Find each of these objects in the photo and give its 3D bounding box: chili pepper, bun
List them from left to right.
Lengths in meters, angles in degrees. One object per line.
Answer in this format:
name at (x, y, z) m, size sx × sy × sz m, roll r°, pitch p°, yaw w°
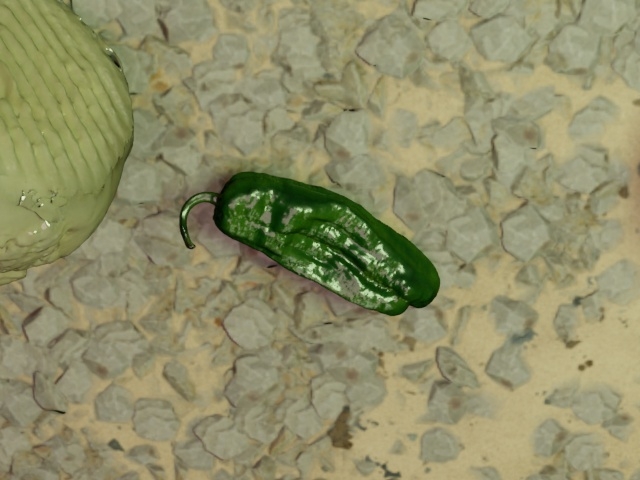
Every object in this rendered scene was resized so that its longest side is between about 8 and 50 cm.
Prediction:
bun at (-0.328, -0.096, 1.175) m, size 0.360 × 0.359 × 0.211 m, roll 38°, pitch 118°, yaw -12°
chili pepper at (-0.002, 0.001, 1.329) m, size 0.257 × 0.074 × 0.100 m, roll 27°, pitch 112°, yaw -9°
